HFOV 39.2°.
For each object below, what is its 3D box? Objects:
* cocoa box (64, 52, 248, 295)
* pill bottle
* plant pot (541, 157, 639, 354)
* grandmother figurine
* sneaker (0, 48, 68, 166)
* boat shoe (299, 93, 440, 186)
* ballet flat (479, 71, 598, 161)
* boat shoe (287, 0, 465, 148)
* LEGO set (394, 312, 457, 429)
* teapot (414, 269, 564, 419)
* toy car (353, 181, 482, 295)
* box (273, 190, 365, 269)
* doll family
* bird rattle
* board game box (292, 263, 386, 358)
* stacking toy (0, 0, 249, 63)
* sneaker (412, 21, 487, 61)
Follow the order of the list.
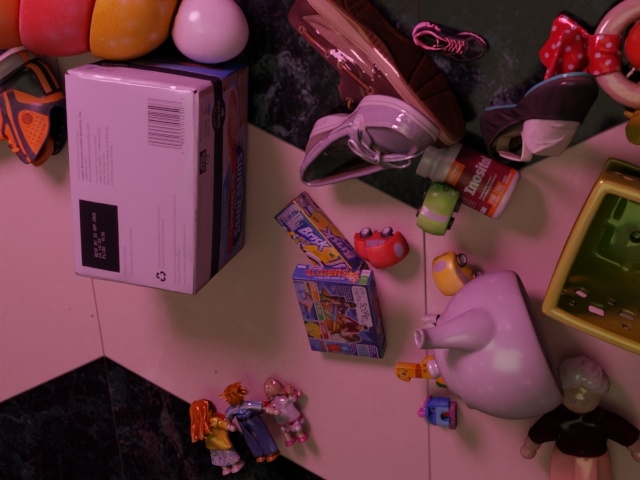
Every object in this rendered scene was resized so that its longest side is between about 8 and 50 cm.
[{"bbox_3d":[-0.265,-0.121,1.505,0.231,0.228,0.347,10,113,15],"label":"cocoa box"},{"bbox_3d":[0.232,-0.102,1.425,0.152,0.086,0.086,26,116,7],"label":"pill bottle"},{"bbox_3d":[0.475,0.017,1.322,0.228,0.207,0.227,22,116,9],"label":"plant pot"},{"bbox_3d":[0.446,0.350,1.522,0.207,0.104,0.342,-5,111,7],"label":"grandmother figurine"},{"bbox_3d":[-0.592,-0.194,1.646,0.321,0.124,0.180,-30,98,26],"label":"sneaker"},{"bbox_3d":[0.065,-0.141,1.362,0.118,0.103,0.320,33,164,-25],"label":"boat shoe"},{"bbox_3d":[0.313,-0.164,1.287,0.095,0.280,0.096,2,87,-12],"label":"ballet flat"},{"bbox_3d":[0.081,-0.261,1.405,0.342,0.123,0.123,45,128,0],"label":"boat shoe"},{"bbox_3d":[0.184,0.239,1.573,0.093,0.087,0.227,2,109,18],"label":"LEGO set"},{"bbox_3d":[0.262,0.180,1.427,0.187,0.252,0.256,-22,105,14],"label":"teapot"},{"bbox_3d":[0.170,-0.002,1.459,0.239,0.053,0.225,22,140,9],"label":"toy car"},{"bbox_3d":[0.000,0.000,1.557,0.054,0.059,0.169,-37,95,29],"label":"box"},{"bbox_3d":[-0.157,0.351,1.711,0.263,0.118,0.163,-21,102,24],"label":"doll family"},{"bbox_3d":[0.454,-0.259,1.298,0.253,0.143,0.207,43,106,14],"label":"bird rattle"},{"bbox_3d":[0.036,0.125,1.562,0.136,0.035,0.201,5,137,17],"label":"board game box"},{"bbox_3d":[-0.345,-0.390,1.418,0.479,0.351,0.351,22,116,-6],"label":"stacking toy"},{"bbox_3d":[0.195,-0.300,1.379,0.119,0.057,0.047,16,112,11],"label":"sneaker"}]
